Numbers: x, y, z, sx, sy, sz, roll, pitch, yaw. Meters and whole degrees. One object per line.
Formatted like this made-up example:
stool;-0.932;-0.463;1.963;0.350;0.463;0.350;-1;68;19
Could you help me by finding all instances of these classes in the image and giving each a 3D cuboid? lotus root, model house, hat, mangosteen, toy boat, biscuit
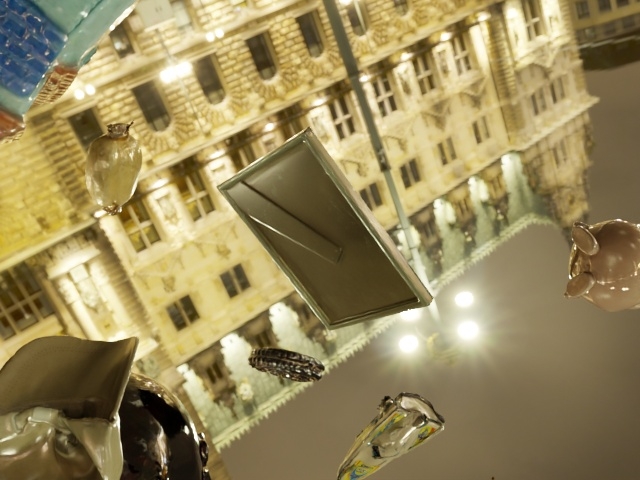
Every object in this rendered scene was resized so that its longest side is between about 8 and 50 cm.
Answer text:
lotus root;-0.280;-0.101;0.894;0.073;0.150;0.062;-2;-139;-29
model house;-0.428;-0.290;0.896;0.295;0.251;0.329;-2;-122;59
hat;-0.244;0.180;0.656;0.166;0.144;0.173;-2;-171;11
mangosteen;-0.400;0.406;1.080;0.434;0.382;0.382;-2;-164;-19
toy boat;0.083;0.283;0.916;0.210;0.084;0.066;-53;-154;30
biscuit;-0.039;0.145;0.769;0.087;0.089;0.027;7;-109;13

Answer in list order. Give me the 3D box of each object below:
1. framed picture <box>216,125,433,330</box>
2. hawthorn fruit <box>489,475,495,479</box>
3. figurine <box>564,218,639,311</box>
framed picture;0.000;0.000;1.435;0.326;0.446;0.028;-22;-160;45
hawthorn fruit;0.334;0.627;1.382;0.276;0.298;0.277;4;-166;-1
figurine;0.390;0.033;0.883;0.138;0.125;0.125;3;-172;-31
